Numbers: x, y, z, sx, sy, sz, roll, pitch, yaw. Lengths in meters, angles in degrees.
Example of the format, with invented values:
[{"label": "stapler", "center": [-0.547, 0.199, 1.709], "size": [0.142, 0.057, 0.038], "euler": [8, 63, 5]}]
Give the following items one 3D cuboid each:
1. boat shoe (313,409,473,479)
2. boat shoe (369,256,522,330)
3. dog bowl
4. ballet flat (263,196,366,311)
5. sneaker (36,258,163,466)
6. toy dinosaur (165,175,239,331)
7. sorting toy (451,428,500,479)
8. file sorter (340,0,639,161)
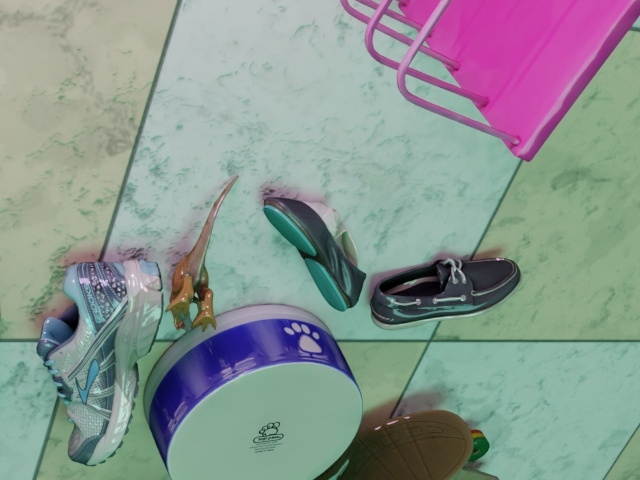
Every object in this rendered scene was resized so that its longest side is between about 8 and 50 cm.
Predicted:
[{"label": "boat shoe", "center": [0.059, 0.343, 1.769], "size": [0.341, 0.121, 0.110], "euler": [-28, 173, 2]}, {"label": "boat shoe", "center": [0.163, 0.058, 1.581], "size": [0.206, 0.075, 0.065], "euler": [-15, 137, -8]}, {"label": "dog bowl", "center": [-0.084, 0.213, 1.570], "size": [0.265, 0.104, 0.264], "euler": [-15, 134, -16]}, {"label": "ballet flat", "center": [0.000, 0.000, 1.458], "size": [0.074, 0.074, 0.203], "euler": [-32, 130, 2]}, {"label": "sneaker", "center": [-0.270, 0.136, 1.425], "size": [0.122, 0.110, 0.283], "euler": [9, 118, -18]}, {"label": "toy dinosaur", "center": [-0.145, 0.036, 1.399], "size": [0.064, 0.112, 0.211], "euler": [9, 130, -20]}, {"label": "sorting toy", "center": [0.181, 0.393, 1.908], "size": [0.132, 0.046, 0.274], "euler": [25, 114, -40]}, {"label": "file sorter", "center": [0.124, -0.255, 1.131], "size": [0.182, 0.290, 0.202], "euler": [17, 119, -34]}]
